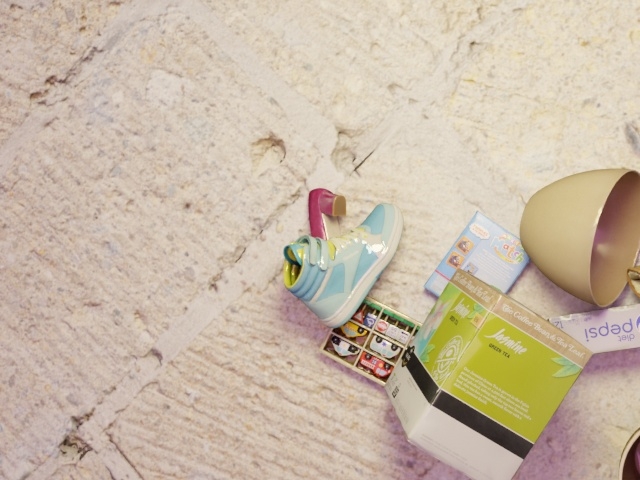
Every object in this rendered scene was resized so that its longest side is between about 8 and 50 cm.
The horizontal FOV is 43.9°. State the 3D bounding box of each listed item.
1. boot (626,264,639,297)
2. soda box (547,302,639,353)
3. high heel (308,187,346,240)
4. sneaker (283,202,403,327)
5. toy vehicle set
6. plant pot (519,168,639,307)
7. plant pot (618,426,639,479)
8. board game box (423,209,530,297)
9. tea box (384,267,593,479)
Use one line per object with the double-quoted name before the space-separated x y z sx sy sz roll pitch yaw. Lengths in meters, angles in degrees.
"boot" 0.788 0.077 1.568 0.269 0.236 0.089 -14 102 -4
"soda box" 0.631 0.186 1.676 0.286 0.098 0.091 -11 80 12
"high heel" 0.000 0.000 1.873 0.117 0.082 0.244 18 109 53
"sneaker" 0.040 0.014 1.759 0.208 0.127 0.319 37 76 -24
"toy vehicle set" 0.150 0.240 1.817 0.266 0.035 0.166 26 91 14
"plant pot" 0.530 -0.022 1.653 0.191 0.284 0.284 15 88 38
"plant pot" 0.695 0.449 1.544 0.256 0.274 0.257 -1 84 12
"board game box" 0.357 0.064 1.783 0.160 0.039 0.211 36 95 14
"tea box" 0.317 0.263 1.596 0.220 0.329 0.324 32 93 -7
